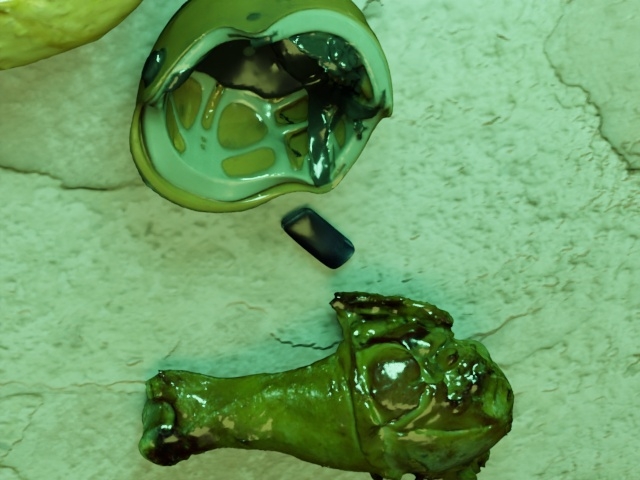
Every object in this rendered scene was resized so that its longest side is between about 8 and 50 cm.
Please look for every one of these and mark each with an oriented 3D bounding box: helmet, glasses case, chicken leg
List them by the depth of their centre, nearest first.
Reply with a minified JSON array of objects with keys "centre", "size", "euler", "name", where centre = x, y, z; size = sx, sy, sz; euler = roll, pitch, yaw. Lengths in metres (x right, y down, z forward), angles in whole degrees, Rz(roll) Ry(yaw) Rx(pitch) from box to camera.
[{"centre":[-0.051,-0.133,1.410],"size":[0.198,0.130,0.224],"euler":[29,130,-32],"name":"helmet"},{"centre":[0.000,0.000,1.627],"size":[0.033,0.023,0.083],"euler":[-34,134,19],"name":"glasses case"},{"centre":[0.012,0.142,1.692],"size":[0.361,0.140,0.211],"euler":[6,108,-5],"name":"chicken leg"}]

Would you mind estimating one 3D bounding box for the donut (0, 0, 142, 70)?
[{"centre":[-0.252,-0.266,1.117],"size":[0.449,0.198,0.449],"euler":[-14,155,-7],"name":"donut"}]
